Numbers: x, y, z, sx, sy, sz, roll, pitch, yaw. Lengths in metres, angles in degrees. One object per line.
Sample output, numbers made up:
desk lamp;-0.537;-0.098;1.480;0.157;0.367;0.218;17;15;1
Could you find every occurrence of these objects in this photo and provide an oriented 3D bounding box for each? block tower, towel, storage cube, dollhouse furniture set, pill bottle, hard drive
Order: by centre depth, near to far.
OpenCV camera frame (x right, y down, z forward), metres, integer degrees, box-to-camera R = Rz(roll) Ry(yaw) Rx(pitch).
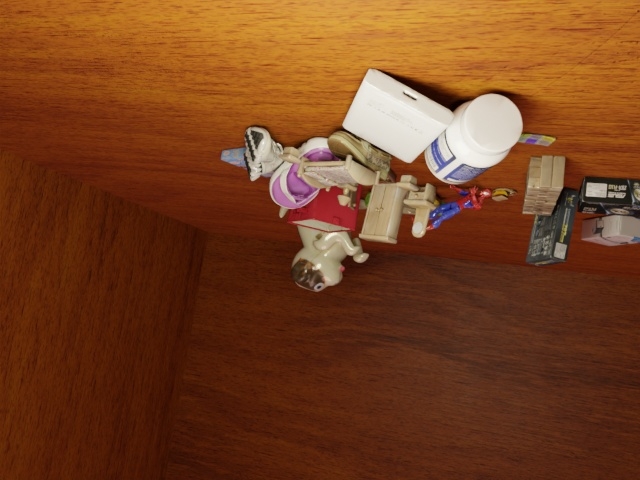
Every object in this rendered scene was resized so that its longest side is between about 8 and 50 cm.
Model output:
pill bottle;0.342;-0.226;1.376;0.153;0.153;0.265;9;173;-5
hard drive;0.167;-0.277;1.410;0.203;0.040;0.307;28;171;-2
towel;0.535;-0.250;1.512;0.083;0.009;0.060;9;173;-2
dollhouse furniture set;0.094;-0.121;1.693;0.303;0.174;0.355;5;169;46
block tower;0.646;-0.155;1.779;0.091;0.097;0.335;7;170;16
dollhouse furniture set;0.166;-0.173;2.053;0.151;0.123;0.144;6;172;21
storage cube;0.015;-0.142;2.193;0.215;0.193;0.183;15;170;-31

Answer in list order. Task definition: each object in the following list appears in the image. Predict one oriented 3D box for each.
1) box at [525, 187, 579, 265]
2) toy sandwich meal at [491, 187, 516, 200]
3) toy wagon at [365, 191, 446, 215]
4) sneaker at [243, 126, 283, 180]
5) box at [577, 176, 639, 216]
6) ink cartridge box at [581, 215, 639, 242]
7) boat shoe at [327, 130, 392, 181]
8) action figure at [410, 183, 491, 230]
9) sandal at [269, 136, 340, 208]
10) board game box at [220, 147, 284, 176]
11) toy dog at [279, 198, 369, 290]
box;0.748;-0.039;1.975;0.059;0.233;0.183;15;171;-5
toy sandwich meal;0.615;-0.153;2.046;0.085;0.029;0.085;9;172;1
toy wagon;0.336;-0.147;2.271;0.267;0.068;0.344;11;171;-18
sneaker;-0.167;-0.274;1.856;0.118;0.110;0.292;-13;171;-11
box;0.859;-0.127;1.792;0.180;0.078;0.147;6;172;18
ink cartridge box;1.066;-0.036;2.207;0.139;0.082;0.190;11;170;-16
boat shoe;0.115;-0.254;1.730;0.104;0.089;0.285;22;177;33
action figure;0.437;-0.130;2.057;0.280;0.091;0.139;-23;134;8
sandal;-0.060;-0.183;1.918;0.169;0.102;0.416;9;153;-16
board game box;-0.210;-0.268;2.100;0.160;0.039;0.211;1;170;43
toy dog;0.000;0.000;2.441;0.395;0.408;0.284;7;172;9
